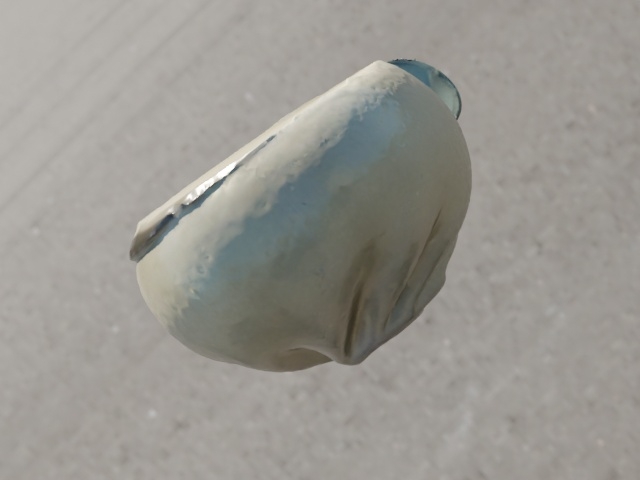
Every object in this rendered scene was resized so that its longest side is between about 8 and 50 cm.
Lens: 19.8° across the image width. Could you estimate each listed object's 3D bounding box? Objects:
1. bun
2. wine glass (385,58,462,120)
[{"bbox_3d":[0.000,0.000,0.881,0.173,0.120,0.173,-36,3,2],"label":"bun"},{"bbox_3d":[0.040,-0.047,1.218,0.155,0.073,0.073,107,-177,-50],"label":"wine glass"}]
